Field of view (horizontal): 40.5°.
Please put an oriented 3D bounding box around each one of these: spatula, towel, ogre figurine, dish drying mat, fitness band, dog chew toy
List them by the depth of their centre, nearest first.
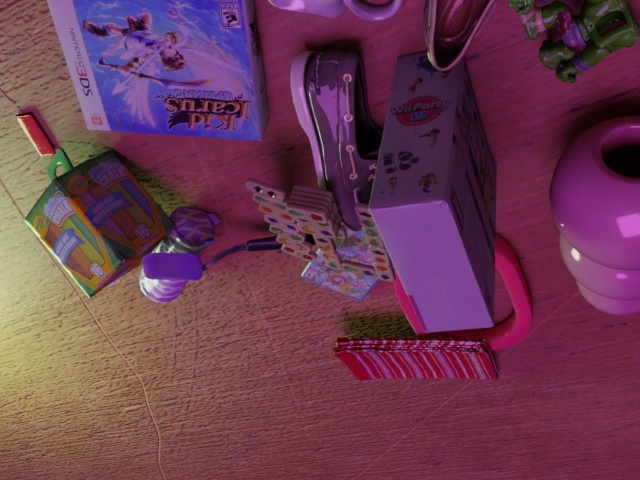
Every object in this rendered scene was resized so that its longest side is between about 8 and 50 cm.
[{"bbox_3d":[0.308,-0.259,1.027,0.118,0.096,0.197,-15,130,29],"label":"ogre figurine"},{"bbox_3d":[0.422,-0.013,1.195,0.207,0.206,0.332,0,143,15],"label":"dog chew toy"},{"bbox_3d":[-0.452,-0.168,1.381,0.032,0.008,0.083,-4,135,19],"label":"dish drying mat"},{"bbox_3d":[-0.140,0.020,1.411,0.297,0.030,0.084,-13,148,-11],"label":"spatula"},{"bbox_3d":[0.240,0.087,1.449,0.209,0.054,0.291,-11,133,21],"label":"fitness band"},{"bbox_3d":[0.175,0.221,1.576,0.275,0.031,0.199,-2,154,18],"label":"towel"}]

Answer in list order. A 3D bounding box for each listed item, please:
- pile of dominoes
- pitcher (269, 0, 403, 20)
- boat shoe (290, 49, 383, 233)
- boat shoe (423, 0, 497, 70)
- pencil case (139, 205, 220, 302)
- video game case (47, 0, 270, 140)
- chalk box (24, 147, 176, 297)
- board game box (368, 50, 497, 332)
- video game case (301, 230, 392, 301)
[{"bbox_3d":[0.000,0.000,1.291,0.196,0.040,0.251,11,155,19],"label":"pile of dominoes"},{"bbox_3d":[0.053,-0.339,1.007,0.178,0.125,0.207,10,153,-28],"label":"pitcher"},{"bbox_3d":[0.043,-0.130,1.222,0.091,0.109,0.305,-1,132,22],"label":"boat shoe"},{"bbox_3d":[0.183,-0.326,0.993,0.105,0.089,0.285,12,137,2],"label":"boat shoe"},{"bbox_3d":[-0.244,0.024,1.481,0.086,0.088,0.206,52,136,13],"label":"pencil case"},{"bbox_3d":[-0.217,-0.254,1.193,0.270,0.061,0.244,5,138,9],"label":"video game case"},{"bbox_3d":[-0.364,-0.045,1.371,0.213,0.132,0.132,49,132,0],"label":"chalk box"},{"bbox_3d":[0.157,-0.069,1.113,0.098,0.303,0.224,-7,133,21],"label":"board game box"},{"bbox_3d":[0.052,0.034,1.462,0.119,0.015,0.166,23,136,-10],"label":"video game case"}]
